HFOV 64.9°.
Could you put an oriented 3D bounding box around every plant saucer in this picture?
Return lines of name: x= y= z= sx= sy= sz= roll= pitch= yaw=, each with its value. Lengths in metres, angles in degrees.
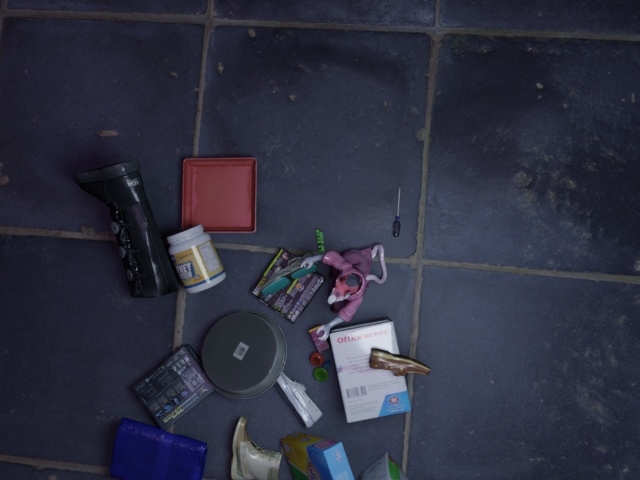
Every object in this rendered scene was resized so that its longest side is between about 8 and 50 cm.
plant saucer: x=-0.343 y=-0.153 z=1.736 sx=0.259 sy=0.048 sz=0.258 roll=0 pitch=87 yaw=6

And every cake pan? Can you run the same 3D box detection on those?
cake pan: x=-0.258 y=0.366 z=1.653 sx=0.293 sy=0.054 sz=0.293 roll=-3 pitch=69 yaw=8

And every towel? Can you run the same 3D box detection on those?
towel: x=-0.532 y=0.722 z=1.671 sx=0.308 sy=0.076 sz=0.228 roll=16 pitch=102 yaw=4

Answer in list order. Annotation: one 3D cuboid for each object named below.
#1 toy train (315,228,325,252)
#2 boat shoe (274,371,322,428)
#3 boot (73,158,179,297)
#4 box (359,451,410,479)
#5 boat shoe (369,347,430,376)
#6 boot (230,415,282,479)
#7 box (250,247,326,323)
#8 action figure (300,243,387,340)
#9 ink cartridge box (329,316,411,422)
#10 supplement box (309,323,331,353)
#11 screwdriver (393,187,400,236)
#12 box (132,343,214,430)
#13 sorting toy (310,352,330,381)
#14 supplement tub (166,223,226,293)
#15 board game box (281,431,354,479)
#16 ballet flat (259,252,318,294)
toy train: x=0.000 y=0.000 z=1.712 sx=0.023 sy=0.017 sz=0.083 roll=-8 pitch=86 yaw=-5
boat shoe: x=-0.082 y=0.507 z=1.668 sx=0.076 sy=0.083 sz=0.226 roll=-32 pitch=83 yaw=-25
boot: x=-0.656 y=-0.031 z=1.698 sx=0.146 sy=0.367 sz=0.445 roll=-27 pitch=109 yaw=-36
box: x=0.242 y=0.824 z=1.533 sx=0.127 sy=0.231 sz=0.262 roll=-41 pitch=83 yaw=2
boat shoe: x=0.226 y=0.362 z=1.453 sx=0.178 sy=0.064 sz=0.060 roll=15 pitch=87 yaw=3
boot: x=-0.206 y=0.691 z=1.658 sx=0.165 sy=0.077 sz=0.213 roll=4 pitch=92 yaw=6
box: x=-0.108 y=0.153 z=1.699 sx=0.184 sy=0.045 sz=0.191 roll=34 pitch=91 yaw=8
action figure: x=0.096 y=0.143 z=1.518 sx=0.275 sy=0.370 sz=0.248 roll=-13 pitch=88 yaw=0
ink cartridge box: x=0.152 y=0.394 z=1.582 sx=0.198 sy=0.197 sz=0.270 roll=-11 pitch=85 yaw=3
supplement box: x=-0.001 y=0.325 z=1.673 sx=0.043 sy=0.055 sz=0.083 roll=-25 pitch=84 yaw=4
screwdriver: x=0.260 y=-0.095 z=1.691 sx=0.024 sy=0.025 sz=0.170 roll=5 pitch=88 yaw=5
box: x=-0.486 y=0.495 z=1.703 sx=0.232 sy=0.059 sz=0.183 roll=-40 pitch=84 yaw=1
sorting toy: x=0.004 y=0.416 z=1.679 sx=0.061 sy=0.042 sz=0.102 roll=-14 pitch=97 yaw=19
supplement tub: x=-0.412 y=0.059 z=1.662 sx=0.144 sy=0.144 sz=0.200 roll=-21 pitch=99 yaw=4
board game box: x=0.005 y=0.722 z=1.527 sx=0.064 sy=0.316 sz=0.242 roll=-17 pitch=84 yaw=-30
ballet flat: x=-0.108 y=0.106 z=1.654 sx=0.213 sy=0.072 sz=0.068 roll=-27 pitch=57 yaw=3
